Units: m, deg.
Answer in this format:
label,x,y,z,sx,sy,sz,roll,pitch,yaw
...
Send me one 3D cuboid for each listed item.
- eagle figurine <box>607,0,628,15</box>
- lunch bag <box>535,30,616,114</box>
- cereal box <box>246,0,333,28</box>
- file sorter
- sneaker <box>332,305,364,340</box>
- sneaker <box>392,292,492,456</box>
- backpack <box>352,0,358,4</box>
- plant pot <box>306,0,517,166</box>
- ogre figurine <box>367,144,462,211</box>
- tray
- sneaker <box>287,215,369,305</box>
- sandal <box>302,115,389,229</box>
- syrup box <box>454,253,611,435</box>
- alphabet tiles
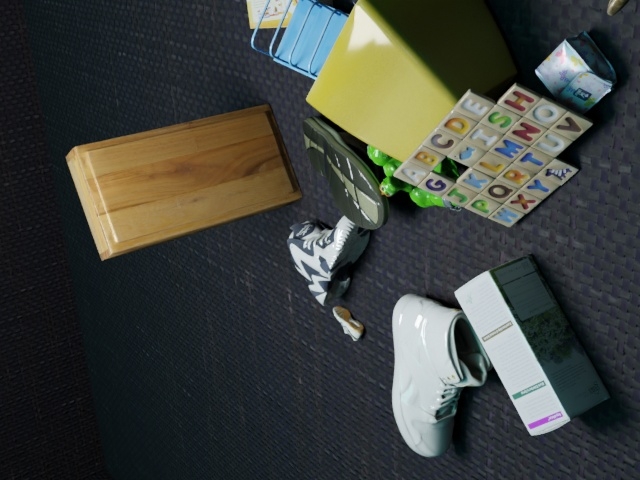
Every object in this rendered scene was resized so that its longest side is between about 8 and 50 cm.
label,x,y,z,sx,sy,sz,roll,pitch,yaw
eagle figurine,0.334,-0.419,0.875,0.226,0.225,0.298,-21,56,21
lunch bag,0.322,-0.206,1.105,0.083,0.053,0.071,55,147,9
cereal box,-0.064,-0.492,1.522,0.173,0.047,0.240,10,113,40
file sorter,-0.008,-0.325,1.419,0.170,0.104,0.118,29,101,26
sneaker,0.050,0.164,1.726,0.083,0.031,0.037,46,140,36
sneaker,0.205,0.244,1.461,0.169,0.108,0.293,12,115,57
backpack,0.101,-0.392,1.314,0.105,0.084,0.114,51,138,30
plant pot,0.142,-0.232,1.238,0.187,0.212,0.212,49,143,11
ogre figurine,0.146,-0.116,1.379,0.197,0.097,0.118,27,158,-12
tray,-0.248,-0.119,1.678,0.076,0.410,0.203,-22,87,57
sneaker,0.000,0.000,1.659,0.153,0.094,0.235,45,151,22
sandal,0.052,-0.136,1.532,0.303,0.086,0.120,-122,26,-47
syrup box,0.303,0.150,1.274,0.237,0.093,0.096,63,147,12
alphabet tiles,0.240,-0.112,1.177,0.237,0.198,0.009,-48,24,51
